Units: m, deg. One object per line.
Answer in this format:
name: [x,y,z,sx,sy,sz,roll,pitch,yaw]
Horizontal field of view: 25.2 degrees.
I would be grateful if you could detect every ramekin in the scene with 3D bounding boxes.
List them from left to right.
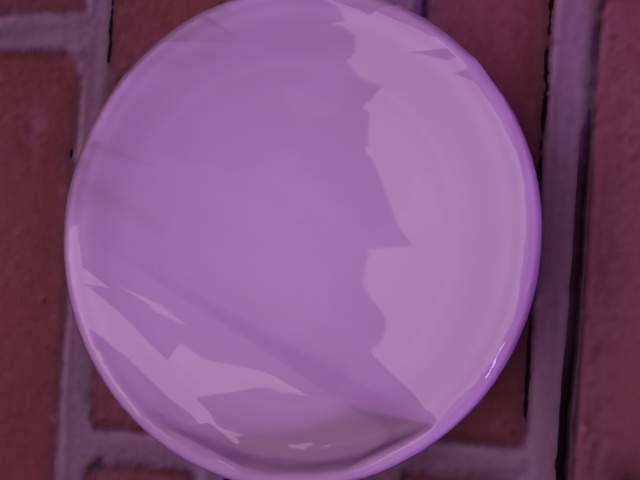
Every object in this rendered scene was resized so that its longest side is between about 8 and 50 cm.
ramekin: [0.000,0.000,0.818,0.273,0.127,0.273,-1,88,18]
